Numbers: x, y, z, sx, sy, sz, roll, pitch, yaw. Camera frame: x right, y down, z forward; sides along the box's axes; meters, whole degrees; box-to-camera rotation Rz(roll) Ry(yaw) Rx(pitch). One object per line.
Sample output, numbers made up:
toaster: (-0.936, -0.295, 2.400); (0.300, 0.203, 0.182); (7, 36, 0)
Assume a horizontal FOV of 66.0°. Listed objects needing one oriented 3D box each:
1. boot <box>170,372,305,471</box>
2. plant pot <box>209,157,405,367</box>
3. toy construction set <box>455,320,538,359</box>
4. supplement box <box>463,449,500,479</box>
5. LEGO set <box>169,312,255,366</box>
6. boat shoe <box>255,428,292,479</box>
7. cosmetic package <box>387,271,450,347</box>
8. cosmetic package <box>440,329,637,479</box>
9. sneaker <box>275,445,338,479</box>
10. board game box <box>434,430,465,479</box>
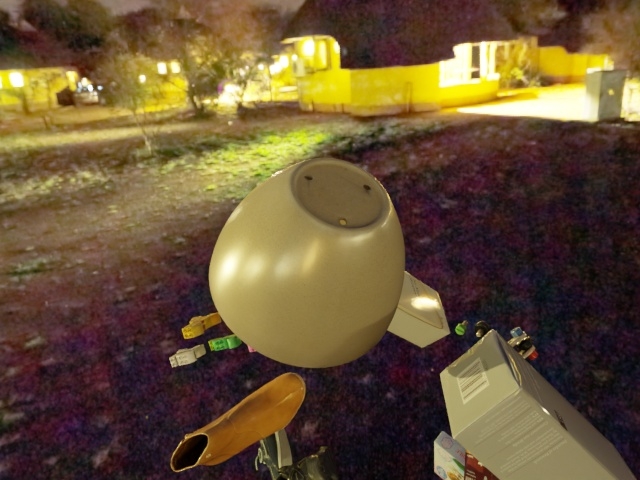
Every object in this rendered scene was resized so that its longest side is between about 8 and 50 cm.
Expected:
boot: (-0.180, 0.413, 1.105); (0.104, 0.295, 0.211); (52, 14, 22)
plant pot: (0.000, 0.000, 0.676); (0.284, 0.191, 0.284); (10, 47, -11)
toy construction set: (0.588, 0.458, 1.670); (0.257, 0.309, 0.237); (-9, 15, 41)
supplement box: (0.419, 0.557, 1.056); (0.191, 0.194, 0.129); (11, -17, -7)
LEGO set: (-0.192, 0.171, 0.895); (0.227, 0.087, 0.093); (-16, 3, 16)
boat shoe: (-0.133, 0.544, 1.311); (0.079, 0.255, 0.095); (-12, 2, 8)
cosmetic package: (0.232, 0.181, 1.438); (0.113, 0.309, 0.160); (-36, 43, 29)
cosmetic package: (0.261, 0.238, 0.583); (0.238, 0.107, 0.127); (40, 18, -9)
sneaker: (-0.032, 0.555, 1.173); (0.130, 0.087, 0.227); (-24, -20, 6)
board game box: (0.602, 0.952, 1.974); (0.066, 0.319, 0.318); (-39, 49, -25)
